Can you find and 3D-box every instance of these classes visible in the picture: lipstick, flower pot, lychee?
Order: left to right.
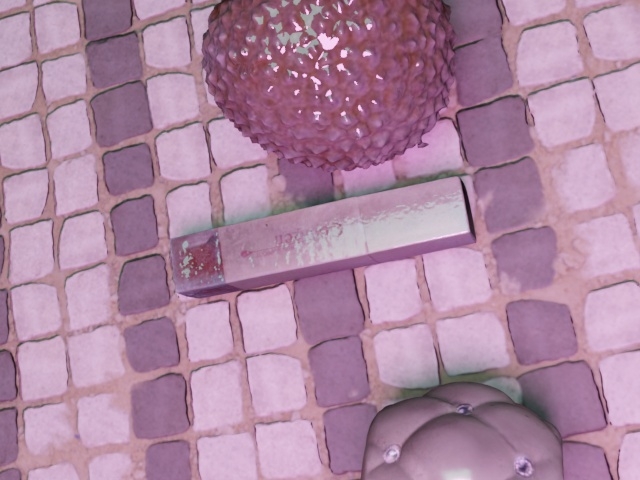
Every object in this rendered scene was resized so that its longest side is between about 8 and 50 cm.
[{"bbox_3d":[0.000,0.000,1.031,0.371,0.080,0.076,-12,76,15],"label":"lipstick"},{"bbox_3d":[0.009,-0.214,0.972,0.300,0.300,0.300,-3,79,16],"label":"lychee"},{"bbox_3d":[0.151,0.269,0.857,0.195,0.246,0.246,-2,80,17],"label":"flower pot"}]
